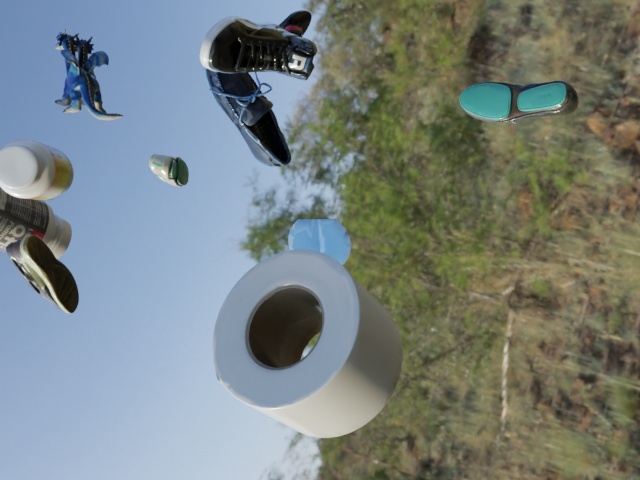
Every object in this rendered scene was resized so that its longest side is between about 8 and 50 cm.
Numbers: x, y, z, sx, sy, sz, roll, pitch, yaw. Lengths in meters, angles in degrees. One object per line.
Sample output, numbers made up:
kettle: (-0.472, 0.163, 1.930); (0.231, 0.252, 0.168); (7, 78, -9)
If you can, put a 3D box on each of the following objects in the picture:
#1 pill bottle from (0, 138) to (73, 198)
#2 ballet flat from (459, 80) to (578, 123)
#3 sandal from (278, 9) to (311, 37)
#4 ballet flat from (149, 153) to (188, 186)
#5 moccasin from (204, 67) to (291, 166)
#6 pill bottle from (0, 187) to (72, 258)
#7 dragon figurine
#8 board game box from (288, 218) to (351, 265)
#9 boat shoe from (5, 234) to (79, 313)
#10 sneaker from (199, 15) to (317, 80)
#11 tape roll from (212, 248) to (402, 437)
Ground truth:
pill bottle: (-0.585, -0.142, 1.489); (0.215, 0.117, 0.117); (-160, 86, -85)
ballet flat: (0.457, -0.311, 1.679); (0.096, 0.280, 0.095); (11, -90, -48)
sandal: (-0.073, -0.418, 1.518); (0.179, 0.040, 0.067); (-43, -31, -31)
ballet flat: (-0.436, -0.204, 2.088); (0.248, 0.086, 0.086); (89, -162, -86)
moccasin: (-0.164, -0.338, 1.876); (0.138, 0.116, 0.342); (-48, -54, -18)
pill bottle: (-0.830, -0.053, 1.956); (0.318, 0.176, 0.177); (34, -110, -55)
dragon figurine: (-0.456, -0.321, 1.408); (0.289, 0.085, 0.144); (37, 124, 53)
board game box: (0.000, 0.000, 1.932); (0.033, 0.168, 0.133); (-61, -32, -64)
boat shoe: (-0.612, 0.077, 1.617); (0.080, 0.073, 0.224); (-81, -21, -44)
sneaker: (-0.076, -0.286, 1.108); (0.217, 0.121, 0.079); (-35, -35, -56)
tape roll: (-0.017, 0.157, 1.106); (0.169, 0.246, 0.246); (44, -122, -51)
